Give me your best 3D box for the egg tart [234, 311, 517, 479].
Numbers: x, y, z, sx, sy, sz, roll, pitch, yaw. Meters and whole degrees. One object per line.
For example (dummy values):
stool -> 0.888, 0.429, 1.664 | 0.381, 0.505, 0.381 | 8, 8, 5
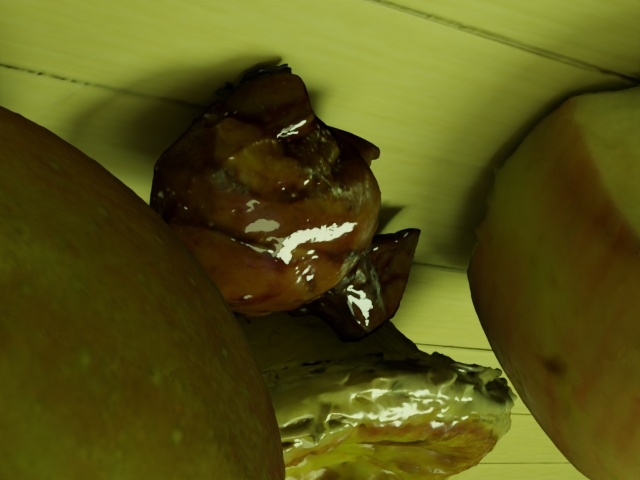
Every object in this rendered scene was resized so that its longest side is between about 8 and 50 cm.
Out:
egg tart -> -0.025, 0.114, 1.182 | 0.294, 0.116, 0.295 | -16, 162, -5

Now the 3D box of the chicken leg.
chicken leg -> 0.000, 0.000, 0.976 | 0.113, 0.093, 0.304 | -35, 161, 7

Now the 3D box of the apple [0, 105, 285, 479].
apple -> -0.212, 0.099, 0.728 | 0.374, 0.374, 0.384 | -7, -168, -31

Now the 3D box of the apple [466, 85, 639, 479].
apple -> 0.243, 0.057, 1.095 | 0.252, 0.314, 0.309 | -48, 159, -33
